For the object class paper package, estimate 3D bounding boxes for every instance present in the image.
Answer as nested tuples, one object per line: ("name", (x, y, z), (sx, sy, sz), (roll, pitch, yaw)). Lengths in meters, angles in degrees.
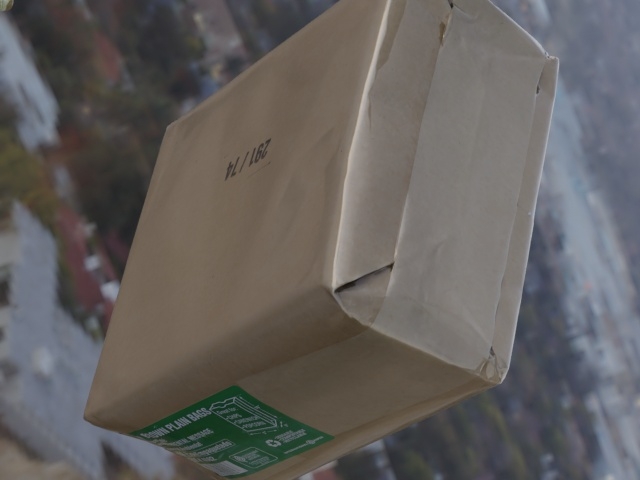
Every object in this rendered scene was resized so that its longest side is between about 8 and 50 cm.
("paper package", (0.000, 0.000, 1.340), (0.168, 0.325, 0.309), (31, 53, -25))

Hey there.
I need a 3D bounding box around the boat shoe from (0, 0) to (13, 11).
("boat shoe", (-0.350, -0.299, 1.786), (0.056, 0.049, 0.152), (-4, -74, 61))
